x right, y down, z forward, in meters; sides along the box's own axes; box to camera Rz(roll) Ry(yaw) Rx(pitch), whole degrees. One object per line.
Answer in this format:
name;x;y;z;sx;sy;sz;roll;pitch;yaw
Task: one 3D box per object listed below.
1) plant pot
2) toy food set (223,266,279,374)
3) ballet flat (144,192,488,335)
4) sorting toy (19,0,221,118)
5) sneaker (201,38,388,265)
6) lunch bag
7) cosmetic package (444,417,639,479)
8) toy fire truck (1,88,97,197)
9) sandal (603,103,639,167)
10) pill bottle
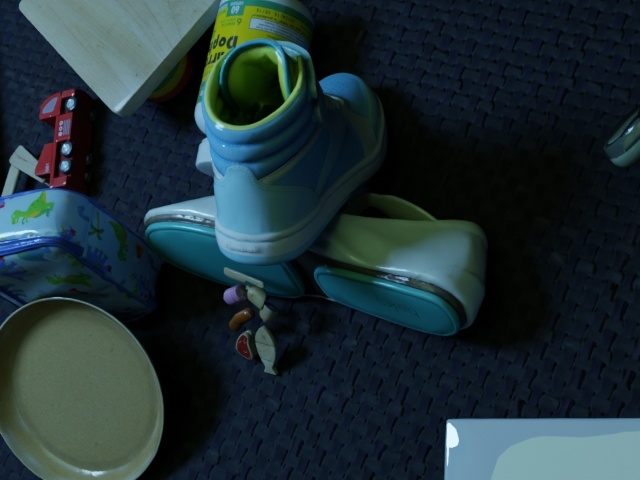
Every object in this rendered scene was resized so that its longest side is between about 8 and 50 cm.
plant pot;-0.277;0.175;1.402;0.236;0.032;0.236;6;105;22
toy food set;-0.076;0.085;1.349;0.078;0.122;0.019;20;38;31
ballet flat;0.000;0.000;1.328;0.400;0.139;0.139;13;79;26
sorting toy;-0.218;-0.310;1.556;0.255;0.089;0.257;-48;59;6
sneaker;-0.017;-0.141;1.255;0.127;0.208;0.319;6;37;19
lunch bag;-0.301;0.028;1.408;0.176;0.219;0.090;-8;62;24
cosmetic package;0.303;0.234;1.033;0.365;0.197;0.155;-6;71;28
toy fire truck;-0.361;-0.096;1.583;0.135;0.047;0.192;-9;68;26
sandal;0.412;-0.160;1.176;0.303;0.120;0.086;-40;87;12
pill bottle;-0.081;-0.175;1.421;0.117;0.117;0.208;5;76;29
